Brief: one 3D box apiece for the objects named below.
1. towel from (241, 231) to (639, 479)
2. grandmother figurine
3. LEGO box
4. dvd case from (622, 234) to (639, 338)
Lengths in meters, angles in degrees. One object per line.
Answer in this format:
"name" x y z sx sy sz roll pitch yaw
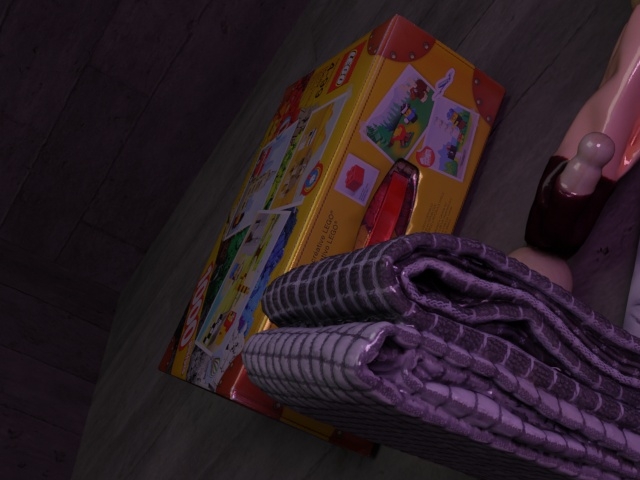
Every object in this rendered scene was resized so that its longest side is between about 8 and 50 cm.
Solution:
"towel" 0.108 0.095 0.547 0.235 0.283 0.121 -22 47 64
"grandmother figurine" 0.240 -0.059 0.681 0.207 0.104 0.343 6 -69 -65
"LEGO box" 0.000 0.000 1.057 0.372 0.193 0.501 -11 54 65
"dvd case" 0.305 0.007 0.569 0.164 0.018 0.221 -25 42 59
